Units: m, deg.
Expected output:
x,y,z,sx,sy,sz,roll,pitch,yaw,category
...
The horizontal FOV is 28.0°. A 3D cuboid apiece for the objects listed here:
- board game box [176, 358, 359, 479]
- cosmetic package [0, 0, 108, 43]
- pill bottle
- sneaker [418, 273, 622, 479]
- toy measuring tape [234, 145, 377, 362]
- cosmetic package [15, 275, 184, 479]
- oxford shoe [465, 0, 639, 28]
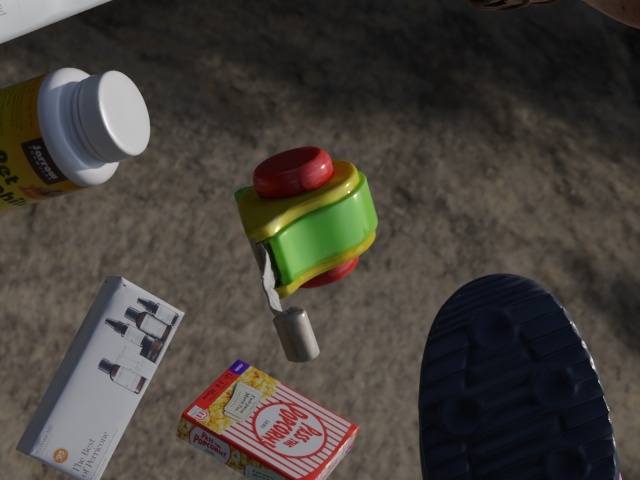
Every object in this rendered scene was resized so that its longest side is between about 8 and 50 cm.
x,y,z,sx,sy,sz,roll,pitch,yaw,category
-0.068,0.250,1.676,0.193,0.045,0.147,28,35,14,board game box
-0.269,-0.198,0.829,0.217,0.156,0.385,0,25,35,cosmetic package
-0.278,-0.097,1.250,0.117,0.215,0.117,41,42,-51,pill bottle
0.127,0.172,0.749,0.112,0.319,0.131,-13,3,6,sneaker
0.000,0.000,1.034,0.121,0.121,0.330,19,15,-15,toy measuring tape
-0.267,0.170,1.563,0.099,0.060,0.239,31,75,-23,cosmetic package
0.091,-0.129,0.567,0.212,0.076,0.076,18,75,-36,oxford shoe
